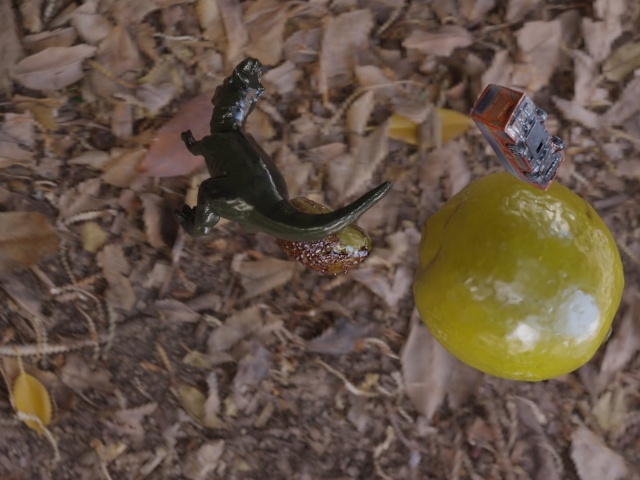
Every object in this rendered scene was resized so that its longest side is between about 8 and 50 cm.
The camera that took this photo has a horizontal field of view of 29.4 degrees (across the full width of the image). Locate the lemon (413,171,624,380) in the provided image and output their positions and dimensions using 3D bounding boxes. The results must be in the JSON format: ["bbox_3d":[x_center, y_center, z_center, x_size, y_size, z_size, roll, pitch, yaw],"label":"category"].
[{"bbox_3d":[0.315,0.058,1.939,0.348,0.348,0.348,-2,96,-23],"label":"lemon"}]

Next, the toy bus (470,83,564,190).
[{"bbox_3d":[0.253,-0.130,1.546,0.065,0.077,0.192,-58,149,-6],"label":"toy bus"}]

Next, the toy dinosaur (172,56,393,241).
[{"bbox_3d":[-0.047,-0.075,0.956,0.087,0.179,0.187,-7,70,-35],"label":"toy dinosaur"}]

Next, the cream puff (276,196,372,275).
[{"bbox_3d":[0.000,0.000,1.699,0.149,0.149,0.084,22,101,-23],"label":"cream puff"}]
